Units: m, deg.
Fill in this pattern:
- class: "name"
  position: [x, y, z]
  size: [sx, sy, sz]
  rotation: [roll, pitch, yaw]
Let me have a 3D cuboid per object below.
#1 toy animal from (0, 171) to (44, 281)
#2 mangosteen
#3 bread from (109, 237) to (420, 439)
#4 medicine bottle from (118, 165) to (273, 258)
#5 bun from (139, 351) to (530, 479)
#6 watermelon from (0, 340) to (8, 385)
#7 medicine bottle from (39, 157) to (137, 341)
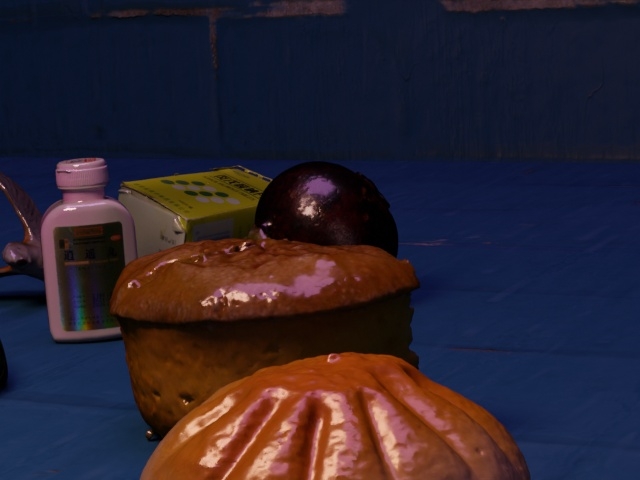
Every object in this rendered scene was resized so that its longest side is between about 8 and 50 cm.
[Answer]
- class: "toy animal"
  position: [-0.380, 0.037, 2.421]
  size: [0.302, 0.225, 0.284]
  rotation: [24, 4, 42]
- class: "mangosteen"
  position: [0.000, 0.000, 2.224]
  size: [0.209, 0.210, 0.210]
  rotation: [-3, 9, 0]
- class: "bread"
  position: [-0.081, 0.100, 1.632]
  size: [0.340, 0.194, 0.179]
  rotation: [2, 16, 37]
- class: "medicine bottle"
  position: [-0.151, -0.008, 2.361]
  size: [0.137, 0.141, 0.250]
  rotation: [21, 21, 36]
- class: "bun"
  position: [0.010, 0.164, 1.275]
  size: [0.298, 0.165, 0.299]
  rotation: [-1, 10, 0]
- class: "watermelon"
  position: [-0.509, 0.087, 1.856]
  size: [0.330, 0.190, 0.331]
  rotation: [3, 8, 0]
- class: "medicine bottle"
  position: [-0.282, 0.011, 2.109]
  size: [0.115, 0.219, 0.078]
  rotation: [-6, 10, -9]
